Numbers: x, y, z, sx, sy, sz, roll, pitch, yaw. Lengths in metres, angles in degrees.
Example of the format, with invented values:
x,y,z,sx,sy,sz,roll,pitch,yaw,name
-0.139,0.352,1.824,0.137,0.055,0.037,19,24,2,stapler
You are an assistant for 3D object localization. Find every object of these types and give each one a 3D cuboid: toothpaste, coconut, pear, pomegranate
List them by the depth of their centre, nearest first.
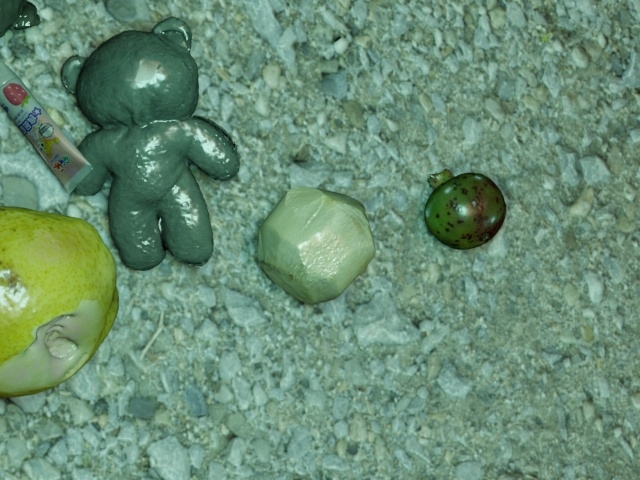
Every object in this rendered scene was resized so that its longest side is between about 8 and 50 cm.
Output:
x,y,z,sx,sy,sz,roll,pitch,yaw,name
-0.390,0.076,1.796,0.271,0.271,0.271,1,86,-19,pear
-0.389,-0.157,1.905,0.194,0.067,0.043,51,39,1,toothpaste
-0.002,-0.002,1.989,0.161,0.161,0.162,40,74,-13,coconut
0.216,-0.050,2.086,0.130,0.130,0.130,1,86,-19,pomegranate

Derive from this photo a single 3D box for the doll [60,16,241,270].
x,y,z,sx,sy,sz,roll,pitch,yaw,name
-0.238,-0.130,1.938,0.246,0.158,0.340,-11,107,11,doll

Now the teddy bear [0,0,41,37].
x,y,z,sx,sy,sz,roll,pitch,yaw,name
-0.491,-0.335,1.820,0.251,0.171,0.144,11,51,-10,teddy bear
